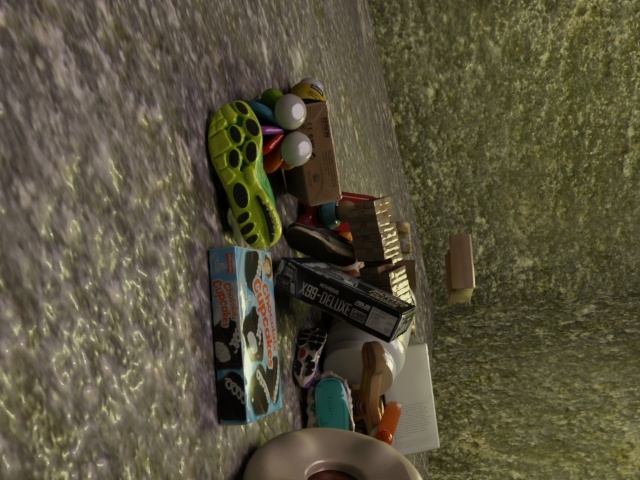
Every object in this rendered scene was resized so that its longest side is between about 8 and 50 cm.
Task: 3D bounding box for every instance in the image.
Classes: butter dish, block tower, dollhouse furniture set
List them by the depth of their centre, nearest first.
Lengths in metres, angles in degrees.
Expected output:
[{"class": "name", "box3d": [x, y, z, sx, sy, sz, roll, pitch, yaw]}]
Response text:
[{"class": "block tower", "box3d": [0.157, 0.060, 1.736, 0.097, 0.091, 0.335, -19, 100, -52]}, {"class": "butter dish", "box3d": [0.092, -0.061, 2.094, 0.118, 0.160, 0.159, 101, -4, -52]}, {"class": "dollhouse furniture set", "box3d": [0.286, 0.109, 2.176, 0.256, 0.395, 0.361, 66, 23, -71]}]

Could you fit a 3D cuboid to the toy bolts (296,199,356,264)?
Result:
[{"class": "toy bolts", "box3d": [0.045, -0.055, 1.849, 0.228, 0.159, 0.218, 59, 29, -56]}]

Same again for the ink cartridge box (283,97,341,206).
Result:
[{"class": "ink cartridge box", "box3d": [-0.034, -0.216, 1.604, 0.193, 0.088, 0.234, -140, -141, -67]}]

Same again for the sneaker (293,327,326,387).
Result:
[{"class": "sneaker", "box3d": [-0.030, 0.289, 1.665, 0.071, 0.068, 0.169, 89, 16, -46]}]

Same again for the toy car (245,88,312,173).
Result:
[{"class": "toy car", "box3d": [-0.113, -0.234, 1.455, 0.136, 0.159, 0.181, -21, 111, -34]}]

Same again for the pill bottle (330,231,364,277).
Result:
[{"class": "pill bottle", "box3d": [0.101, 0.059, 2.071, 0.216, 0.121, 0.121, 45, 41, -66]}]

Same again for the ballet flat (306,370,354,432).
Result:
[{"class": "ballet flat", "box3d": [0.032, 0.531, 1.649, 0.147, 0.147, 0.408, 41, 45, -67]}]

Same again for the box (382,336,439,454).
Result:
[{"class": "box", "box3d": [0.262, 0.507, 2.233, 0.215, 0.168, 0.345, 180, -97, -78]}]

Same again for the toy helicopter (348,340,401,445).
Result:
[{"class": "toy helicopter", "box3d": [0.125, 0.420, 1.690, 0.235, 0.140, 0.354, -126, -144, -59]}]

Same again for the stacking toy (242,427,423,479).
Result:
[{"class": "stacking toy", "box3d": [0.004, 0.648, 1.313, 0.350, 0.351, 0.479, -40, 139, -71]}]

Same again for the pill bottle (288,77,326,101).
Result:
[{"class": "pill bottle", "box3d": [-0.041, -0.356, 1.773, 0.184, 0.103, 0.103, -78, 155, -49]}]

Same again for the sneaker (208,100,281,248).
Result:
[{"class": "sneaker", "box3d": [-0.156, -0.127, 1.336, 0.123, 0.110, 0.295, -160, -122, -79]}]

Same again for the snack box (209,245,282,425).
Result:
[{"class": "snack box", "box3d": [-0.141, 0.177, 1.295, 0.187, 0.060, 0.321, 15, 69, -73]}]

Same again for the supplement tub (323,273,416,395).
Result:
[{"class": "supplement tub", "box3d": [0.139, 0.263, 1.902, 0.316, 0.229, 0.228, -66, 147, -49]}]

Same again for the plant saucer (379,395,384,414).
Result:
[{"class": "plant saucer", "box3d": [0.146, 0.495, 2.016, 0.310, 0.050, 0.310, -8, 90, -77]}]

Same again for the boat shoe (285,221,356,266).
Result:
[{"class": "boat shoe", "box3d": [0.001, 0.000, 1.724, 0.224, 0.080, 0.073, 26, 48, -34]}]

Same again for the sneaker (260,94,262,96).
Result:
[{"class": "sneaker", "box3d": [-0.119, -0.289, 1.587, 0.067, 0.042, 0.118, -68, 146, -53]}]

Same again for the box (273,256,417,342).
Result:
[{"class": "box", "box3d": [0.064, 0.134, 1.592, 0.076, 0.308, 0.242, -67, 164, 5]}]
